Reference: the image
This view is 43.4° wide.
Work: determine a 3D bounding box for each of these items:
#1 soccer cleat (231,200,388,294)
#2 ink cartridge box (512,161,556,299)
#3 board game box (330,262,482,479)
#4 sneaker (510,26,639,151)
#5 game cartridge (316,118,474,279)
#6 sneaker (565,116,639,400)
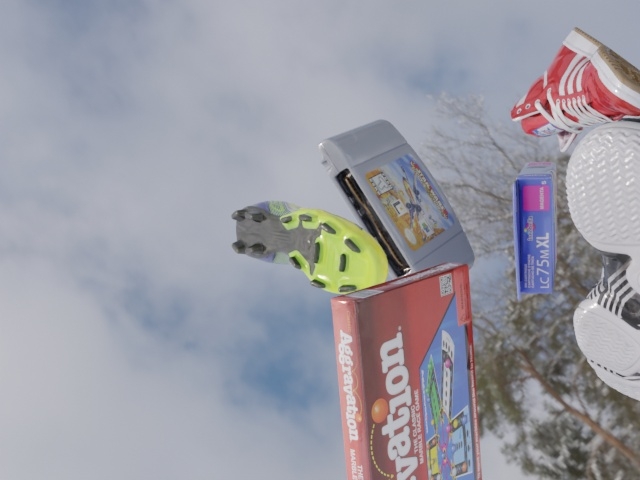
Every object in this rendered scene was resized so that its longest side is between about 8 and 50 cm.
[{"bbox_3d":[0.000,-0.001,1.003,0.121,0.289,0.093,-6,-77,-36],"label":"soccer cleat"},{"bbox_3d":[0.357,-0.025,1.323,0.311,0.065,0.185,-27,-65,-68],"label":"ink cartridge box"},{"bbox_3d":[0.076,0.168,0.631,0.145,0.027,0.281,-13,-79,-45],"label":"board game box"},{"bbox_3d":[0.145,-0.075,0.450,0.042,0.118,0.067,32,-68,-10],"label":"sneaker"},{"bbox_3d":[0.130,-0.055,1.295,0.062,0.297,0.198,-34,-3,43],"label":"game cartridge"},{"bbox_3d":[0.359,-0.003,0.814,0.210,0.137,0.365,-44,-48,-28],"label":"sneaker"}]
